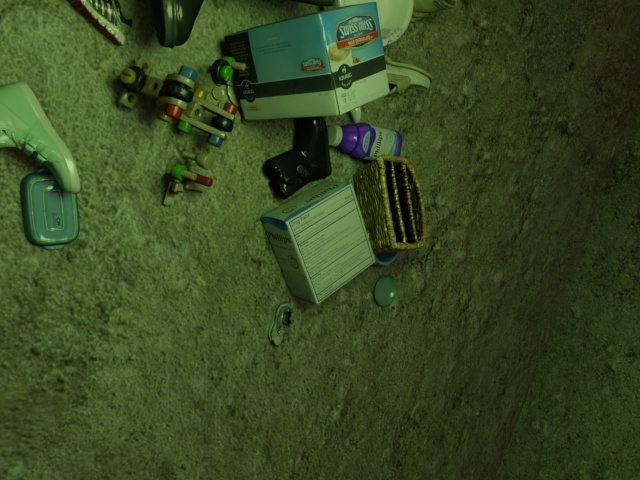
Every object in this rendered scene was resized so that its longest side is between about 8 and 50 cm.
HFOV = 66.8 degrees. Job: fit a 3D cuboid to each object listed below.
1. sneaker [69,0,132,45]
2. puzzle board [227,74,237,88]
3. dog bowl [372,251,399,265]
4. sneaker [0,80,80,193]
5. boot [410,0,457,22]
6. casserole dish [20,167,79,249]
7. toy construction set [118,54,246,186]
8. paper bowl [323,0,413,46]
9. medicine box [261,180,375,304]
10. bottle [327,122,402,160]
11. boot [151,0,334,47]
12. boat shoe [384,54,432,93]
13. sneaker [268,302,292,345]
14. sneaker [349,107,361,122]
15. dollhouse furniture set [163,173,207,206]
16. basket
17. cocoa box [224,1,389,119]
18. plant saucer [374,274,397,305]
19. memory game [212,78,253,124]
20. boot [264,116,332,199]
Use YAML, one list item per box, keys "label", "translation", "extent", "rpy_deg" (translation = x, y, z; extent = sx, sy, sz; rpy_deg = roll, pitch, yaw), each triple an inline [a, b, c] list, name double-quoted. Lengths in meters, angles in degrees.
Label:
- label: "sneaker"
  translation: [-0.496, -0.528, 1.094]
  extent: [0.170, 0.063, 0.075]
  rpy_deg: [44, 71, -39]
- label: "puzzle board"
  translation: [-0.209, -0.479, 1.339]
  extent: [0.096, 0.011, 0.128]
  rpy_deg: [14, 89, -38]
- label: "dog bowl"
  translation: [0.244, -0.039, 1.737]
  extent: [0.166, 0.074, 0.297]
  rpy_deg: [42, 71, -34]
- label: "sneaker"
  translation: [-0.627, -0.190, 1.016]
  extent: [0.151, 0.094, 0.256]
  rpy_deg: [-36, 103, -34]
- label: "boot"
  translation: [0.302, -0.823, 1.570]
  extent: [0.262, 0.203, 0.095]
  rpy_deg: [31, 79, -37]
- label: "casserole dish"
  translation: [-0.607, -0.070, 1.098]
  extent: [0.114, 0.037, 0.188]
  rpy_deg: [-7, 103, -36]
- label: "toy construction set"
  translation: [-0.361, -0.304, 1.185]
  extent: [0.257, 0.237, 0.309]
  rpy_deg: [-36, 141, -61]
- label: "paper bowl"
  translation: [0.134, -0.731, 1.481]
  extent: [0.284, 0.148, 0.284]
  rpy_deg: [-7, 104, -30]
- label: "medicine box"
  translation: [0.000, 0.000, 1.507]
  extent: [0.263, 0.149, 0.289]
  rpy_deg: [-33, 115, -30]
- label: "bottle"
  translation: [0.144, -0.326, 1.599]
  extent: [0.282, 0.092, 0.118]
  rpy_deg: [3, 102, -38]
- label: "boot"
  translation: [-0.170, -0.615, 1.172]
  extent: [0.445, 0.146, 0.367]
  rpy_deg: [-2, 78, -26]
- label: "boat shoe"
  translation: [0.245, -0.545, 1.640]
  extent: [0.302, 0.113, 0.103]
  rpy_deg: [6, 95, -28]
- label: "sneaker"
  translation: [-0.121, 0.266, 1.514]
  extent: [0.052, 0.058, 0.135]
  rpy_deg: [13, 90, -38]
- label: "sneaker"
  translation: [0.087, -0.450, 1.569]
  extent: [0.061, 0.053, 0.152]
  rpy_deg: [-26, 109, -18]
- label: "dollhouse furniture set"
  translation: [-0.350, -0.114, 1.270]
  extent: [0.114, 0.091, 0.081]
  rpy_deg: [7, 109, -41]
- label: "basket"
  translation: [0.255, -0.113, 1.569]
  extent: [0.213, 0.223, 0.299]
  rpy_deg: [-6, 83, -19]
- label: "cocoa box"
  translation: [-0.036, -0.455, 1.254]
  extent: [0.231, 0.347, 0.228]
  rpy_deg: [-34, 121, -40]
- label: "plant saucer"
  translation: [0.238, 0.183, 1.801]
  extent: [0.119, 0.021, 0.119]
  rpy_deg: [-8, 103, -36]
- label: "memory game"
  translation: [-0.218, -0.417, 1.357]
  extent: [0.186, 0.012, 0.186]
  rpy_deg: [-7, 102, -36]
- label: "boot"
  translation: [-0.074, -0.265, 1.440]
  extent: [0.207, 0.094, 0.247]
  rpy_deg: [-30, 121, -35]
